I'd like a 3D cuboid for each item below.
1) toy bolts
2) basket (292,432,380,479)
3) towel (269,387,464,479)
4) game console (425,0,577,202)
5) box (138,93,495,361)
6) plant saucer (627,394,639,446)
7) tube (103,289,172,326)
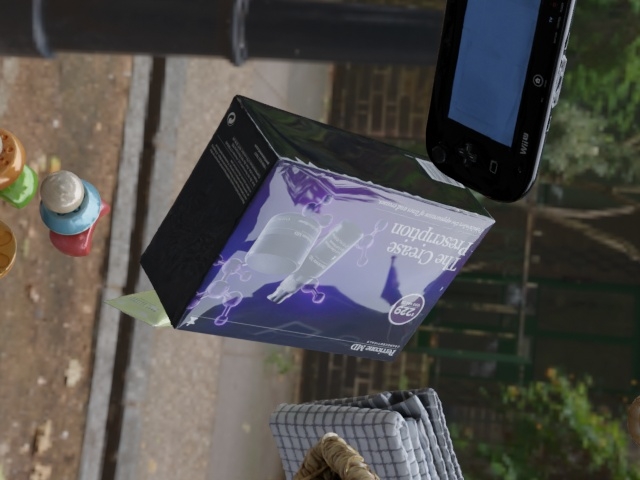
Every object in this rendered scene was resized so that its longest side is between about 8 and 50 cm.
[{"bbox_3d":[-0.432,-0.047,1.584,0.158,0.228,0.218,91,14,-69],"label":"toy bolts"},{"bbox_3d":[0.020,0.299,0.707,0.223,0.213,0.299,52,-3,-17],"label":"basket"},{"bbox_3d":[0.073,0.328,1.434,0.121,0.235,0.284,-24,100,-46],"label":"towel"},{"bbox_3d":[0.142,-0.191,0.733,0.213,0.044,0.361,41,-46,46],"label":"game console"},{"bbox_3d":[0.000,0.000,1.000,0.184,0.261,0.103,-55,-136,25],"label":"box"},{"bbox_3d":[0.441,0.235,1.441,0.015,0.083,0.083,80,16,-79],"label":"plant saucer"},{"bbox_3d":[-0.159,0.080,1.445,0.240,0.070,0.062,-7,71,-49],"label":"tube"}]
